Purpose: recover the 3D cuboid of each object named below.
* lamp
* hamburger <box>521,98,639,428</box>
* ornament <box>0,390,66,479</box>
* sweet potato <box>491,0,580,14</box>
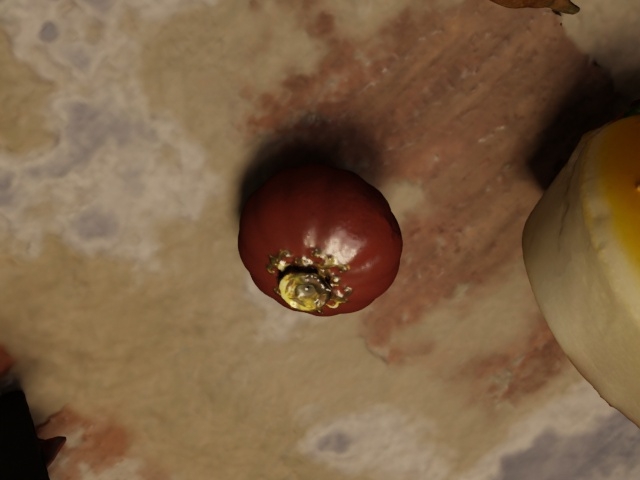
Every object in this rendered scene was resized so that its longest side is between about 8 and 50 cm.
[{"bbox_3d":[0.000,0.000,1.152,0.101,0.090,0.101,9,137,8],"label":"lamp"},{"bbox_3d":[0.262,0.042,1.178,0.295,0.227,0.151,42,122,-13],"label":"hamburger"},{"bbox_3d":[-0.201,0.223,1.163,0.166,0.153,0.196,-22,119,-6],"label":"ornament"},{"bbox_3d":[0.114,-0.159,1.123,0.117,0.049,0.049,28,107,-38],"label":"sweet potato"}]
